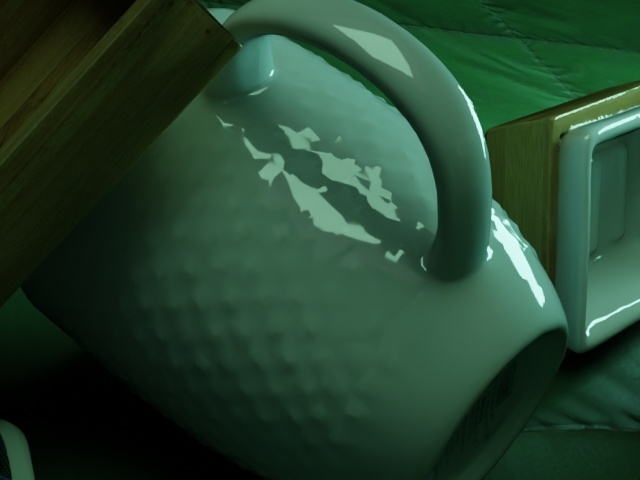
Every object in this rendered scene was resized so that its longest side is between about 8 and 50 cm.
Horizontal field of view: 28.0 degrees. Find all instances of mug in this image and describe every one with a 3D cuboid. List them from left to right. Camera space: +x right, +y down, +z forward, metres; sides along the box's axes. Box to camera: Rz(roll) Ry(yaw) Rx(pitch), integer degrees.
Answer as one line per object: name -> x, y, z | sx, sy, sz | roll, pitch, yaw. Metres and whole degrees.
mug -> 0.000, 0.000, 0.877 | 0.328, 0.374, 0.276 | 36, 51, 24

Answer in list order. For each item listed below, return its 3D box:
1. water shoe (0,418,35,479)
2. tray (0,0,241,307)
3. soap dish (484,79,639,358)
water shoe -> -0.209, 0.178, 0.767 | 0.080, 0.072, 0.203 | -1, 30, -20
tray -> -0.245, -0.029, 0.822 | 0.076, 0.411, 0.203 | 40, 6, -40
soap dish -> 0.263, -0.032, 1.220 | 0.118, 0.228, 0.291 | 11, 21, 37
